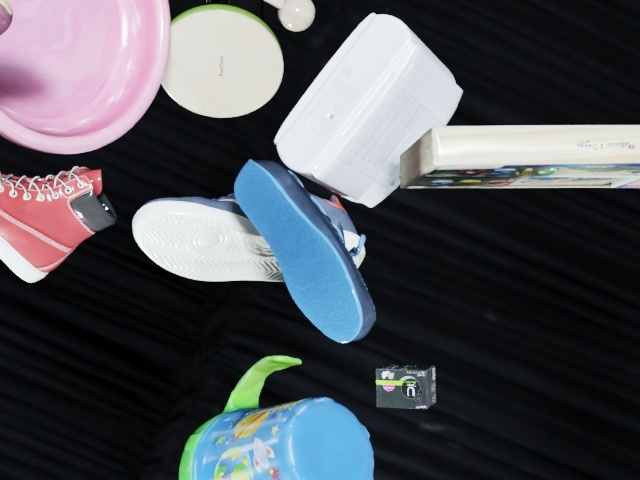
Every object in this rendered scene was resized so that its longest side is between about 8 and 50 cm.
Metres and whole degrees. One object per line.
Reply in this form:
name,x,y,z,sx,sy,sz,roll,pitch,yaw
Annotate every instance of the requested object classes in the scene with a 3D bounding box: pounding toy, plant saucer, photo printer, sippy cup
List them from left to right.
plant saucer,-0.337,-0.273,1.515,0.084,0.332,0.332,2,63,43
pounding toy,-0.130,-0.299,1.758,0.237,0.183,0.110,-51,25,35
sippy cup,-0.049,0.334,1.779,0.224,0.305,0.240,-30,2,42
photo printer,0.084,-0.180,1.818,0.256,0.107,0.307,-52,-22,7

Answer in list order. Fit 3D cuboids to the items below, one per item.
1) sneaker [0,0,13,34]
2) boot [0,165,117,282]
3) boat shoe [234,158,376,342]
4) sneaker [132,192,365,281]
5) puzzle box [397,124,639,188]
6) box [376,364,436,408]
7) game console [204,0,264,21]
sneaker,-0.380,-0.189,1.173,0.069,0.185,0.084,58,-149,-44
boot,-0.381,-0.072,1.559,0.176,0.244,0.088,-35,37,14
boat shoe,0.000,0.000,1.444,0.089,0.258,0.109,-5,-30,-49
sneaker,-0.109,-0.029,1.765,0.131,0.350,0.148,-53,39,38
puzzle box,0.323,-0.108,1.638,0.272,0.409,0.052,142,127,-84
box,0.133,0.227,1.911,0.052,0.083,0.062,-10,-82,-68
game console,-0.130,-0.468,1.867,0.213,0.044,0.361,-62,-25,-64
